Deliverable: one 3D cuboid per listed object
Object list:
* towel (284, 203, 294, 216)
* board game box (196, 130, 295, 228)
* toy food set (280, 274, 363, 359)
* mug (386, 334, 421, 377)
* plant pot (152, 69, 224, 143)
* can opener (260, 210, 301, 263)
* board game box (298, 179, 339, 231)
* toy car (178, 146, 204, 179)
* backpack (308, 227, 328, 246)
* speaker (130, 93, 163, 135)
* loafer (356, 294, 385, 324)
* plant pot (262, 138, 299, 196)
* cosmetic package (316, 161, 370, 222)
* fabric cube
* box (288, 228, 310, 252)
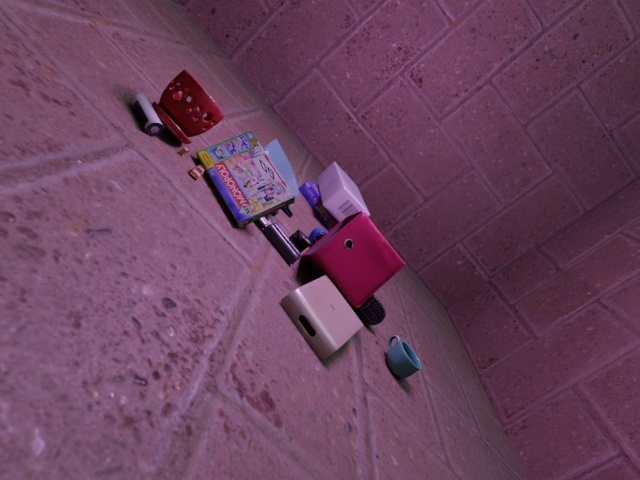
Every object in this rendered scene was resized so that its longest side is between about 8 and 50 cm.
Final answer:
[{"bbox_3d":[-0.189,-0.295,2.007,0.370,0.040,0.271,-95,159,-63],"label":"towel"},{"bbox_3d":[-0.258,-0.217,1.437,0.317,0.213,0.046,56,-21,18],"label":"board game box"},{"bbox_3d":[0.009,0.245,1.376,0.220,0.092,0.306,54,23,9],"label":"toy food set"},{"bbox_3d":[0.327,0.480,1.701,0.129,0.097,0.158,45,15,-21],"label":"mug"},{"bbox_3d":[-0.445,-0.434,1.385,0.191,0.174,0.191,48,-5,6],"label":"plant pot"},{"bbox_3d":[-0.158,-0.051,1.535,0.283,0.095,0.076,51,15,0],"label":"can opener"},{"bbox_3d":[0.037,-0.179,2.454,0.347,0.078,0.233,55,15,15],"label":"board game box"},{"bbox_3d":[-0.419,-0.254,1.353,0.122,0.040,0.060,51,15,-2],"label":"toy car"},{"bbox_3d":[0.000,0.000,1.895,0.120,0.098,0.101,28,4,-37],"label":"backpack"},{"bbox_3d":[-0.539,-0.391,1.299,0.136,0.055,0.055,57,16,20],"label":"speaker"},{"bbox_3d":[0.139,0.202,1.810,0.366,0.133,0.130,61,-9,-2],"label":"loafer"},{"bbox_3d":[-0.203,-0.242,1.653,0.234,0.165,0.166,56,42,-16],"label":"plant pot"},{"bbox_3d":[0.120,-0.265,2.433,0.230,0.161,0.453,44,16,-23],"label":"cosmetic package"},{"bbox_3d":[0.118,0.073,1.610,0.258,0.254,0.259,51,-10,-5],"label":"fabric cube"},{"bbox_3d":[-0.091,0.011,1.609,0.062,0.083,0.052,43,17,-31],"label":"box"}]
